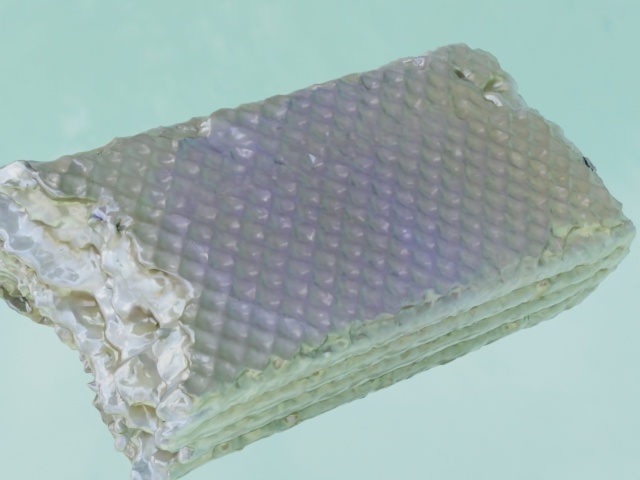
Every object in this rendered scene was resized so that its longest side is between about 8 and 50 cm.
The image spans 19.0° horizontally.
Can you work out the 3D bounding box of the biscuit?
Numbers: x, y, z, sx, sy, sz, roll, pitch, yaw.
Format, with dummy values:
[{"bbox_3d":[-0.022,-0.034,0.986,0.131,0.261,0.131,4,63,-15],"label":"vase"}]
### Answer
[{"bbox_3d":[0.000,0.000,0.661,0.108,0.239,0.062,52,135,20],"label":"biscuit"}]
